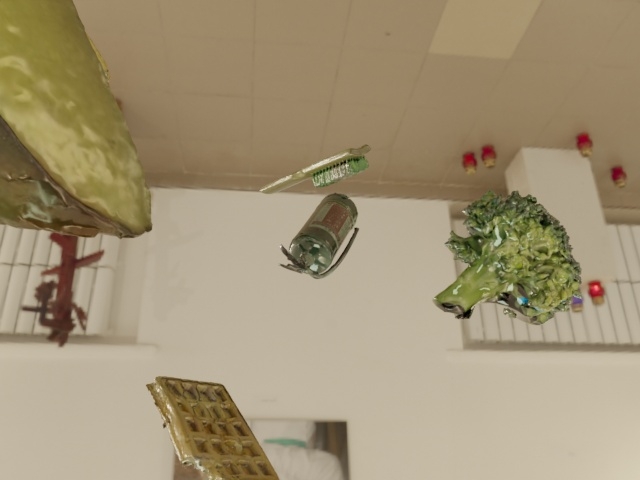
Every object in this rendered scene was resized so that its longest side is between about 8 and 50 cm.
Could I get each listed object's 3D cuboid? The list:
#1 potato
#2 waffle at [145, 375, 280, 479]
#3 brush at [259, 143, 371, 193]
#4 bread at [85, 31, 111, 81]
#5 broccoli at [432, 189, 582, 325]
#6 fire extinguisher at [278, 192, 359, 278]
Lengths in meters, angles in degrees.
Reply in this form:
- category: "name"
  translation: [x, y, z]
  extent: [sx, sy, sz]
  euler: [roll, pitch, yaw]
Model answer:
- category: "potato"
  translation: [-0.274, -0.084, 0.408]
  extent: [0.255, 0.269, 0.112]
  euler: [-22, 179, 26]
- category: "waffle"
  translation: [-0.098, 0.176, 0.566]
  extent: [0.092, 0.135, 0.021]
  euler: [23, 106, -43]
- category: "brush"
  translation: [-0.014, -0.114, 1.128]
  extent: [0.054, 0.048, 0.282]
  euler: [-13, 179, -39]
- category: "bread"
  translation: [-0.562, -0.412, 1.355]
  extent: [0.129, 0.134, 0.260]
  euler: [-34, 114, 3]
- category: "broccoli"
  translation: [0.196, 0.031, 0.671]
  extent: [0.160, 0.154, 0.167]
  euler: [-42, 160, -5]
- category: "fire extinguisher"
  translation: [0.000, 0.000, 1.254]
  extent: [0.118, 0.294, 0.093]
  euler: [39, 122, -3]
